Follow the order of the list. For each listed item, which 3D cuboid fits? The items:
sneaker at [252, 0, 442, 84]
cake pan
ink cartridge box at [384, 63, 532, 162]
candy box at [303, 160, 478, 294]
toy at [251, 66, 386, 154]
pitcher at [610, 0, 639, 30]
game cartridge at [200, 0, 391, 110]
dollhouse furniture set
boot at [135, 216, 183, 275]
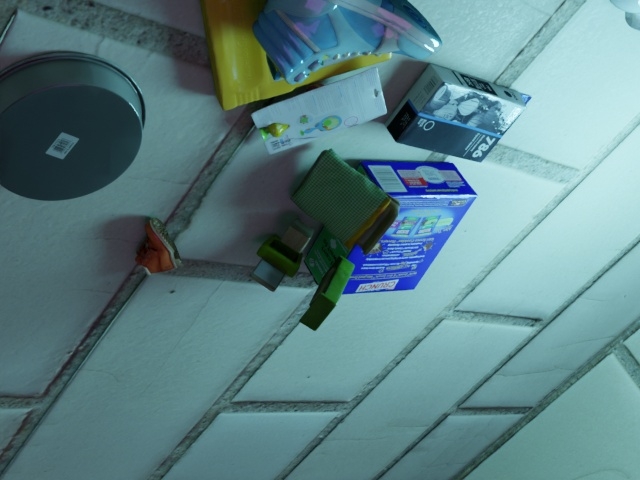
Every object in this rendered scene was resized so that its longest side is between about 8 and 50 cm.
[{"bbox_3d":[0.030,-0.322,1.416,0.319,0.127,0.208,19,123,-34],"label":"sneaker"},{"bbox_3d":[-0.420,-0.171,1.440,0.293,0.054,0.293,-18,144,-14],"label":"cake pan"},{"bbox_3d":[0.303,-0.252,1.830,0.332,0.065,0.165,5,133,-40],"label":"ink cartridge box"},{"bbox_3d":[0.151,-0.024,1.966,0.268,0.122,0.317,-2,137,-34],"label":"candy box"},{"bbox_3d":[-0.005,-0.249,1.626,0.237,0.056,0.137,-22,150,0],"label":"toy"},{"bbox_3d":[0.625,-0.511,1.686,0.207,0.125,0.178,13,108,-57],"label":"pitcher"},{"bbox_3d":[-0.031,-0.368,1.457,0.323,0.053,0.285,-21,145,-13],"label":"game cartridge"},{"bbox_3d":[0.000,0.000,1.782,0.301,0.197,0.151,-54,-177,38],"label":"dollhouse furniture set"},{"bbox_3d":[-0.330,0.017,1.745,0.084,0.059,0.158,-19,146,-5],"label":"boot"}]
